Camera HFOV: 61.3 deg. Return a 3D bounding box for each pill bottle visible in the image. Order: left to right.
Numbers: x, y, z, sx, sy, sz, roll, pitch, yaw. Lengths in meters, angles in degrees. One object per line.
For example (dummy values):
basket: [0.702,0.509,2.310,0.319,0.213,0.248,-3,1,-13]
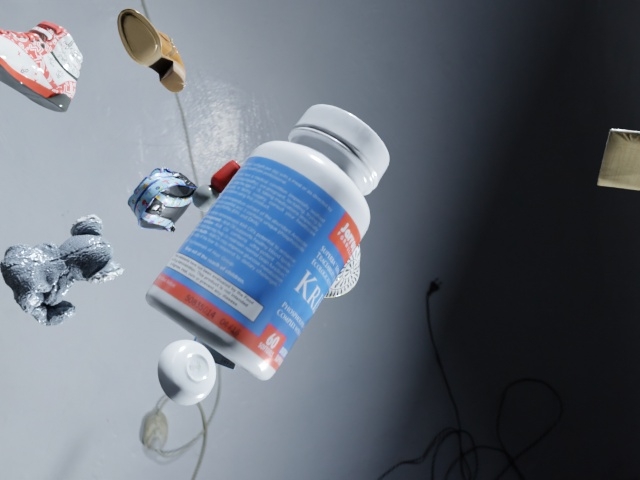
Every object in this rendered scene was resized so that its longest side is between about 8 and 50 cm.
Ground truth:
pill bottle: [-0.034,-0.006,0.464,0.124,0.124,0.221,40,74,-21]

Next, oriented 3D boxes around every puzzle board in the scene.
puzzle board: [0.491,-0.123,0.836,0.011,0.096,0.128,-66,153,-26]

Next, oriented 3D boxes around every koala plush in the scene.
koala plush: [-0.570,0.057,1.220,0.221,0.203,0.196,-23,73,-12]

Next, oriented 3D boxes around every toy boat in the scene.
toy boat: [-0.176,-0.052,1.391,0.148,0.267,0.318,-47,114,-7]

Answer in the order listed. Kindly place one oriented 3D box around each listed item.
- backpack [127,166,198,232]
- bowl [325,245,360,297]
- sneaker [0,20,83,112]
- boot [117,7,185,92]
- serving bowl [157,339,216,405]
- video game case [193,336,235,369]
backpack: [-0.403,-0.104,1.342,0.117,0.173,0.158,43,100,10]
bowl: [0.000,0.000,0.862,0.170,0.080,0.170,15,42,-14]
sneaker: [-0.569,-0.370,1.026,0.270,0.090,0.145,41,61,-66]
boot: [-0.504,-0.604,1.624,0.109,0.220,0.283,-31,137,12]
serving bowl: [-0.164,0.164,0.684,0.083,0.027,0.083,31,46,-38]
video game case: [-0.235,0.217,1.324,0.119,0.015,0.166,25,76,-15]
